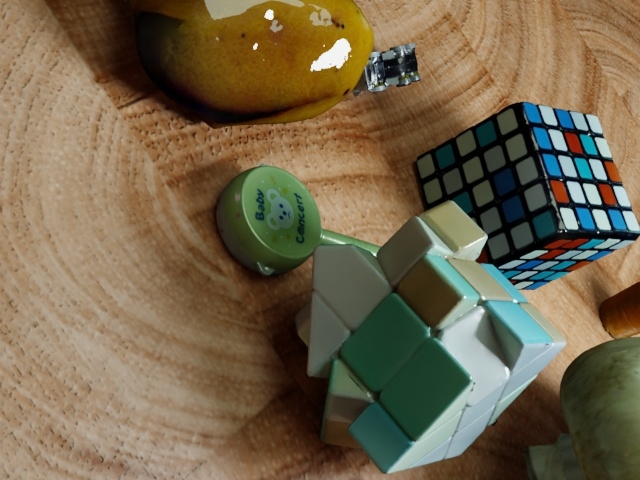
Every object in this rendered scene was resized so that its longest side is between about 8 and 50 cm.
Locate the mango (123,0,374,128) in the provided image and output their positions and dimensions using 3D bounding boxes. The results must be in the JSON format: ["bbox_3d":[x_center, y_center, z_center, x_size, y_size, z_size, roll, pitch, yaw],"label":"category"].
[{"bbox_3d":[-0.073,-0.218,1.138,0.287,0.153,0.201,1,104,-31],"label":"mango"}]

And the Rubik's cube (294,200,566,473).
[{"bbox_3d":[0.090,0.101,1.074,0.213,0.265,0.224,47,18,24],"label":"Rubik's cube"}]

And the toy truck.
[{"bbox_3d":[0.078,-0.218,1.351,0.123,0.063,0.052,-22,105,-46],"label":"toy truck"}]

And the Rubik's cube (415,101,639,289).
[{"bbox_3d":[0.260,-0.051,1.336,0.182,0.187,0.184,4,67,-43],"label":"Rubik's cube"}]

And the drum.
[{"bbox_3d":[-0.005,-0.019,1.166,0.253,0.049,0.130,3,65,-43],"label":"drum"}]

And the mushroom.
[{"bbox_3d":[0.375,0.278,1.197,0.352,0.260,0.352,-16,90,-80],"label":"mushroom"}]

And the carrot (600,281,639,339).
[{"bbox_3d":[0.477,0.081,1.463,0.087,0.193,0.087,12,71,-36],"label":"carrot"}]
